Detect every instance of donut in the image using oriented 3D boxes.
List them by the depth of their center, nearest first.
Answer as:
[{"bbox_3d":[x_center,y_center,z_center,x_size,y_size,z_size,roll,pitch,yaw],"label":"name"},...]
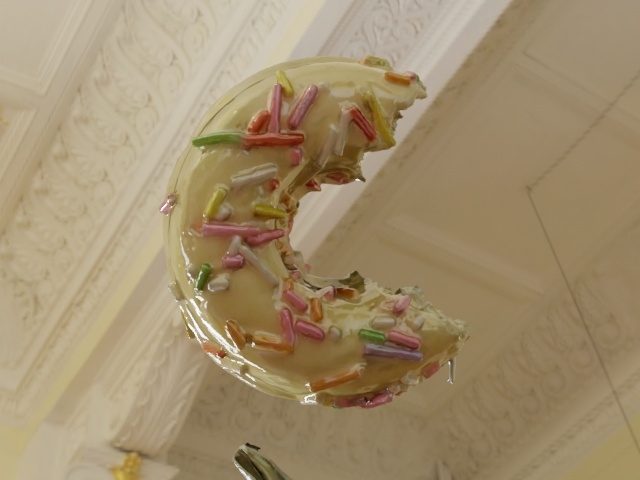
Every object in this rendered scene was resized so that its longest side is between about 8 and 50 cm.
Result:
[{"bbox_3d":[-0.008,-0.007,0.954,0.307,0.150,0.371,-9,-90,-7],"label":"donut"}]

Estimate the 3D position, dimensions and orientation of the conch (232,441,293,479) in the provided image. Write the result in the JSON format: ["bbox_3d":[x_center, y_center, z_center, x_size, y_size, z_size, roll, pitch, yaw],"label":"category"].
[{"bbox_3d":[-0.005,0.327,0.984,0.234,0.137,0.114,18,-69,4],"label":"conch"}]
